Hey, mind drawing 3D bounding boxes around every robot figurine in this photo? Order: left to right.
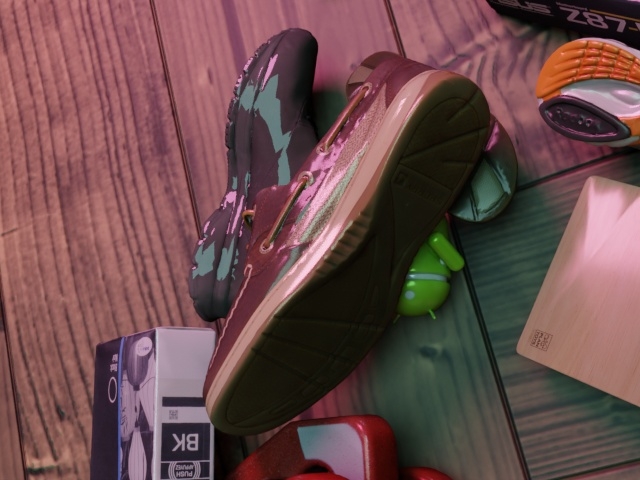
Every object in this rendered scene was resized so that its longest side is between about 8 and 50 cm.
[{"bbox_3d":[0.081,0.014,0.776,0.101,0.067,0.115,-13,73,42],"label":"robot figurine"}]

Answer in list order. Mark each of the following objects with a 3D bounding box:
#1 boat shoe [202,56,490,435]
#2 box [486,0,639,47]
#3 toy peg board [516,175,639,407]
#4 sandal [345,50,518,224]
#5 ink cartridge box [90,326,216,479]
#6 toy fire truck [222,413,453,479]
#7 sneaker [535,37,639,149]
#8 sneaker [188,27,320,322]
[{"bbox_3d":[0.000,0.000,0.730,0.123,0.123,0.342,38,101,45],"label":"boat shoe"},{"bbox_3d":[0.338,-0.341,0.702,0.318,0.097,0.395,28,90,37],"label":"box"},{"bbox_3d":[0.269,0.052,0.703,0.160,0.079,0.161,22,87,39],"label":"toy peg board"},{"bbox_3d":[0.102,-0.093,0.801,0.090,0.060,0.219,-45,53,1],"label":"sandal"},{"bbox_3d":[-0.153,0.249,0.777,0.165,0.065,0.333,-20,68,55],"label":"ink cartridge box"},{"bbox_3d":[-0.016,0.301,0.717,0.253,0.169,0.302,-15,72,37],"label":"toy fire truck"},{"bbox_3d":[0.307,-0.092,0.679,0.262,0.121,0.099,32,117,29],"label":"sneaker"},{"bbox_3d":[-0.029,-0.054,0.826,0.130,0.109,0.287,12,90,13],"label":"sneaker"}]
